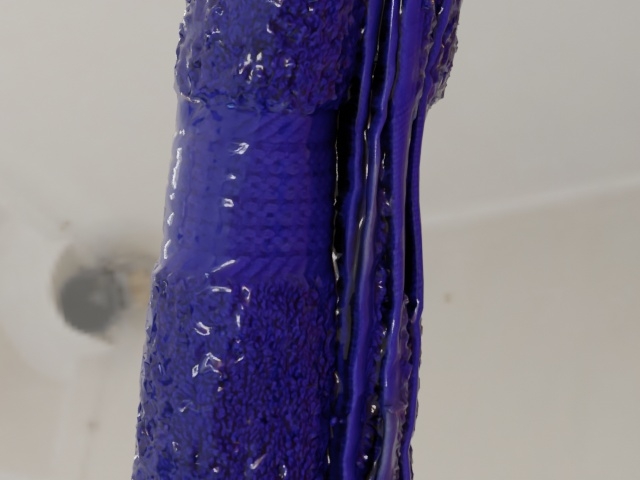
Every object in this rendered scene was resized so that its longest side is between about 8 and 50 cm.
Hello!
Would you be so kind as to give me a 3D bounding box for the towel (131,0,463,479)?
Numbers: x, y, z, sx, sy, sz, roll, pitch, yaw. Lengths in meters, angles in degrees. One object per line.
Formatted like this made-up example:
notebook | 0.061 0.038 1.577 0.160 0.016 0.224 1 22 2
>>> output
towel | 0.000 0.000 0.549 0.227 0.076 0.308 -61 -23 -83
